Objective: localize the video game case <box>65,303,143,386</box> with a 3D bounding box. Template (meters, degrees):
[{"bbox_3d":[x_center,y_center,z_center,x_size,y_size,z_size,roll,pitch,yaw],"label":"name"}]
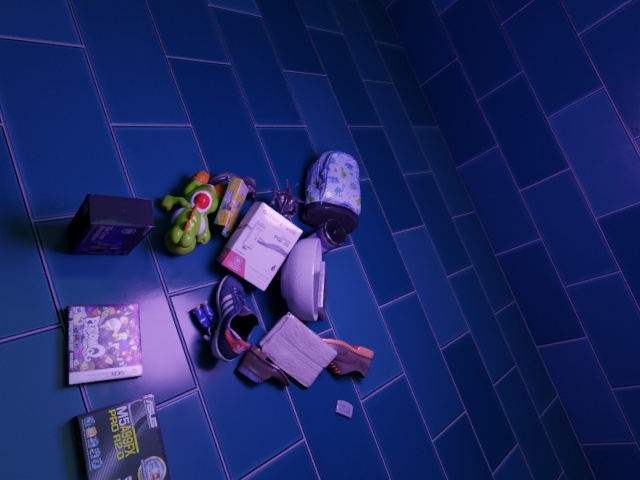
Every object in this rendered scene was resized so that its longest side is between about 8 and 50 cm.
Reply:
[{"bbox_3d":[-0.657,0.310,1.384,0.210,0.041,0.232,6,66,-41],"label":"video game case"}]

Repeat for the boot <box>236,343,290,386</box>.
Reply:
[{"bbox_3d":[-0.211,0.494,1.681,0.219,0.082,0.106,49,68,-17],"label":"boot"}]

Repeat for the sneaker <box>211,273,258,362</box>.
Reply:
[{"bbox_3d":[-0.287,0.253,1.620,0.131,0.148,0.350,36,35,-39],"label":"sneaker"}]

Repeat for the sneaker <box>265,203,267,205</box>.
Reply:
[{"bbox_3d":[-0.223,-0.110,1.980,0.109,0.040,0.044,42,62,-12],"label":"sneaker"}]

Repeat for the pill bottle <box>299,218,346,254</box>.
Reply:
[{"bbox_3d":[0.000,0.000,1.987,0.122,0.219,0.123,19,59,-34],"label":"pill bottle"}]

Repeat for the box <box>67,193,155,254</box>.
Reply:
[{"bbox_3d":[-0.651,-0.041,1.407,0.184,0.261,0.103,-1,70,-41],"label":"box"}]

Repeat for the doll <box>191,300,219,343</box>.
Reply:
[{"bbox_3d":[-0.380,0.309,1.624,0.129,0.046,0.189,-31,92,-53],"label":"doll"}]

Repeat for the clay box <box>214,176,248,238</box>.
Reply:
[{"bbox_3d":[-0.350,-0.123,1.768,0.053,0.127,0.222,19,80,5],"label":"clay box"}]

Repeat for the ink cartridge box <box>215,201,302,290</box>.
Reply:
[{"bbox_3d":[-0.236,0.018,1.761,0.207,0.117,0.283,36,81,-22],"label":"ink cartridge box"}]

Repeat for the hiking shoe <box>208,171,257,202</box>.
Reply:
[{"bbox_3d":[-0.353,-0.211,1.876,0.226,0.086,0.114,1,66,-42],"label":"hiking shoe"}]

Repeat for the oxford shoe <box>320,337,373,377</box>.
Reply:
[{"bbox_3d":[0.065,0.484,1.878,0.363,0.130,0.133,21,71,-25],"label":"oxford shoe"}]

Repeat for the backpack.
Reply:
[{"bbox_3d":[0.060,-0.251,2.171,0.290,0.273,0.356,17,46,-27],"label":"backpack"}]

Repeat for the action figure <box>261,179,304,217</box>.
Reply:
[{"bbox_3d":[-0.175,-0.119,1.908,0.164,0.141,0.276,20,93,-19],"label":"action figure"}]

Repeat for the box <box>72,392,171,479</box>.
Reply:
[{"bbox_3d":[-0.566,0.605,1.305,0.216,0.060,0.270,-5,73,-42],"label":"box"}]

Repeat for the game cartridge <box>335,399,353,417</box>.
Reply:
[{"bbox_3d":[0.098,0.693,1.876,0.083,0.017,0.056,33,55,-25],"label":"game cartridge"}]

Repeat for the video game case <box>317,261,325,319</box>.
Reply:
[{"bbox_3d":[0.009,0.215,1.914,0.023,0.212,0.194,2,67,5],"label":"video game case"}]

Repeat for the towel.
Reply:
[{"bbox_3d":[-0.085,0.422,1.752,0.282,0.049,0.187,42,90,-17],"label":"towel"}]

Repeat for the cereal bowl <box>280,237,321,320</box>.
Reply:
[{"bbox_3d":[-0.078,0.155,1.821,0.141,0.339,0.339,1,61,5],"label":"cereal bowl"}]

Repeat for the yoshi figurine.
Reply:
[{"bbox_3d":[-0.482,-0.083,1.679,0.362,0.203,0.203,-79,164,-49],"label":"yoshi figurine"}]
